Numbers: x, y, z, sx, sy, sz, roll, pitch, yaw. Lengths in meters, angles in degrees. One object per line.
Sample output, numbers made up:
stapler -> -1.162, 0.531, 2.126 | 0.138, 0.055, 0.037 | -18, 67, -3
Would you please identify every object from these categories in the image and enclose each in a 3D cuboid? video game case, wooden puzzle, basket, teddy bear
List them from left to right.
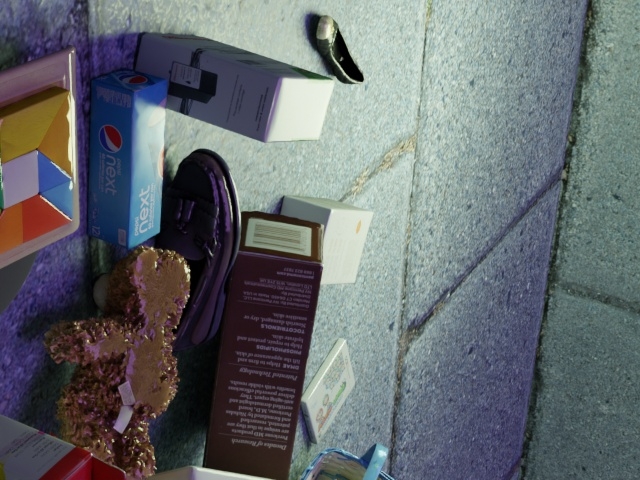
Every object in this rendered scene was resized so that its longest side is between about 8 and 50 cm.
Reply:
wooden puzzle -> -0.322, -0.071, 1.400 | 0.239, 0.044, 0.221 | -38, 139, -52
teddy bear -> -0.264, 0.170, 1.705 | 0.245, 0.113, 0.338 | -3, 98, -51
video game case -> 0.015, 0.285, 2.526 | 0.157, 0.019, 0.143 | -56, 151, -32
basket -> 0.035, 0.513, 2.466 | 0.254, 0.201, 0.289 | -62, -175, -23

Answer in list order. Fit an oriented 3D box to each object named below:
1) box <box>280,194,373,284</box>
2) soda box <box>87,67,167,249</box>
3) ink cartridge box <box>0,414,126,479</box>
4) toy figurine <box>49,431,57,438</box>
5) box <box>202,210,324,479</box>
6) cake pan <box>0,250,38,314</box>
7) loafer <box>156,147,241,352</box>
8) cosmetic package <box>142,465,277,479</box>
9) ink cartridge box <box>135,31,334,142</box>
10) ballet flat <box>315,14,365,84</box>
box -> 0.000, 0.000, 2.210 | 0.170, 0.091, 0.130 | 2, 104, -65
soda box -> -0.240, -0.101, 1.660 | 0.071, 0.067, 0.210 | -34, 136, -54
ink cartridge box -> -0.334, 0.291, 1.528 | 0.078, 0.231, 0.134 | -41, 141, -50
toy figurine -> -0.336, 0.432, 1.641 | 0.362, 0.217, 0.191 | -46, 145, -45
box -> -0.086, 0.169, 2.010 | 0.191, 0.143, 0.381 | -89, -171, -70
cake pan -> -0.391, -0.012, 1.416 | 0.293, 0.054, 0.293 | -45, 144, -45
loafer -> -0.180, 0.025, 1.835 | 0.095, 0.109, 0.302 | -31, 137, -50
cosmetic package -> -0.100, 0.444, 1.921 | 0.453, 0.230, 0.161 | 21, 59, -45
ink cartridge box -> -0.112, -0.195, 1.698 | 0.153, 0.208, 0.086 | -12, 120, -62
ballet flat -> 0.031, -0.303, 2.118 | 0.057, 0.049, 0.173 | -66, 155, -15
